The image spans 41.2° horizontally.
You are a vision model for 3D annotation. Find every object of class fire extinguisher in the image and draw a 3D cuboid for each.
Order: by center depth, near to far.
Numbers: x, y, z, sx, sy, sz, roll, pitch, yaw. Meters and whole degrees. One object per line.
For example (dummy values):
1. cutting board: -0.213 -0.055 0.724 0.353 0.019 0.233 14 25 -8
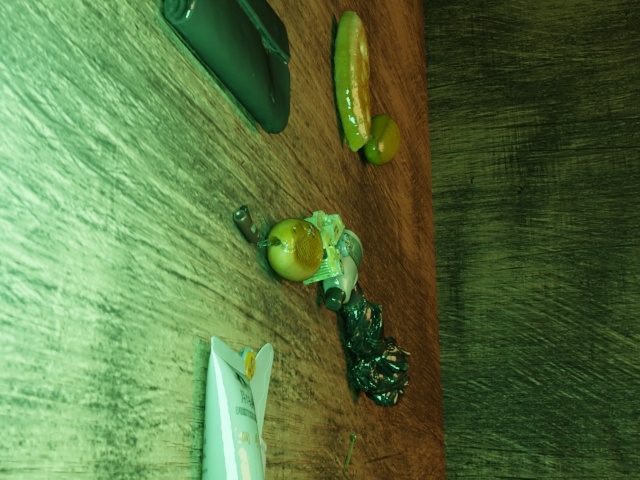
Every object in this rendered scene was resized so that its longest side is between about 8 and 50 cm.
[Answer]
1. fire extinguisher: -0.117 -0.024 1.389 0.046 0.032 0.100 54 -4 34

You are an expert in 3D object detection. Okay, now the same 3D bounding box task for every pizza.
1. pizza: 0.085 -0.405 2.170 0.182 0.073 0.366 0 85 -73

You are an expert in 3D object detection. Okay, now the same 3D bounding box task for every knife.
1. knife: -0.107 0.284 1.325 0.336 0.043 0.081 -89 156 -46

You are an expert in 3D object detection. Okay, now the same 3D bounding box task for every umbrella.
1. umbrella: 0.131 0.234 1.993 0.128 0.154 0.337 29 -46 58

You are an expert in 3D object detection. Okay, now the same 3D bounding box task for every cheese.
1. cheese: -0.118 0.210 1.316 0.111 0.017 0.047 -76 153 -49

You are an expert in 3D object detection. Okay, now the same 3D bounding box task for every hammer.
1. hammer: 0.067 0.483 1.922 0.123 0.014 0.029 -66 139 -59

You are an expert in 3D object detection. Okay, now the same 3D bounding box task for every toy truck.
1. toy truck: 0.000 0.000 1.697 0.191 0.085 0.116 -69 141 -65

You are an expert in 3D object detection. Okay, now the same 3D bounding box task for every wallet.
1. wallet: -0.135 -0.345 1.342 0.406 0.062 0.228 44 43 -68

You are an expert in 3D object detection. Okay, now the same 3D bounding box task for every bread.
1. bread: -0.050 0.015 1.523 0.189 0.077 0.114 22 83 -67

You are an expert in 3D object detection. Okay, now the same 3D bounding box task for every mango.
1. mango: 0.165 -0.280 2.391 0.195 0.098 0.137 -46 132 -61

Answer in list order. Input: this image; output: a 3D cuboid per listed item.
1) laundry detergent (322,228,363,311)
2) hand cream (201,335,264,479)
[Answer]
1. laundry detergent: 0.045 0.074 1.865 0.226 0.070 0.099 -75 156 -54
2. hand cream: -0.122 0.297 1.167 0.140 0.089 0.314 55 25 -65
